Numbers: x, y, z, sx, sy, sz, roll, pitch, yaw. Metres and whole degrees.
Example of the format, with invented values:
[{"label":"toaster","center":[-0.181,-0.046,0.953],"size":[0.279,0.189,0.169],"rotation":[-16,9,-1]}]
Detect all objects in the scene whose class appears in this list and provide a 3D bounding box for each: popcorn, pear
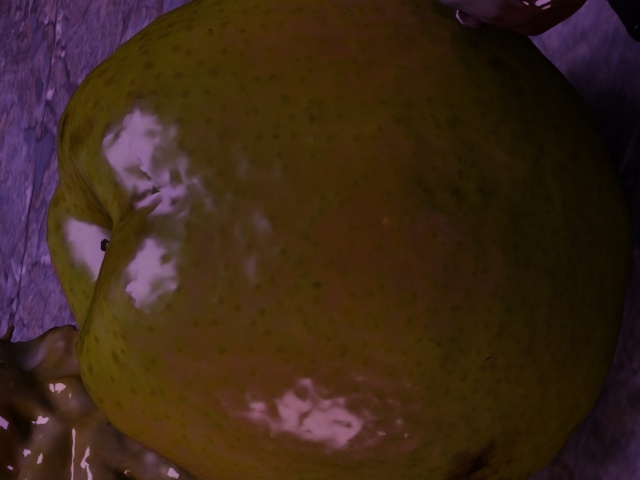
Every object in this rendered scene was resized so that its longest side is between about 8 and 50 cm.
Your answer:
[{"label":"popcorn","center":[-0.184,0.217,1.478],"size":[0.312,0.312,0.312],"rotation":[-35,50,54]},{"label":"pear","center":[0.000,0.000,1.101],"size":[0.391,0.391,0.391],"rotation":[-35,50,54]}]

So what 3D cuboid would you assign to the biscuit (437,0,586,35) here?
[{"label":"biscuit","center":[0.186,-0.283,0.993],"size":[0.366,0.115,0.268],"rotation":[-48,11,10]}]

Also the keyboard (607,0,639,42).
[{"label":"keyboard","center":[0.255,-0.236,1.081],"size":[0.231,0.023,0.072],"rotation":[-62,23,28]}]
